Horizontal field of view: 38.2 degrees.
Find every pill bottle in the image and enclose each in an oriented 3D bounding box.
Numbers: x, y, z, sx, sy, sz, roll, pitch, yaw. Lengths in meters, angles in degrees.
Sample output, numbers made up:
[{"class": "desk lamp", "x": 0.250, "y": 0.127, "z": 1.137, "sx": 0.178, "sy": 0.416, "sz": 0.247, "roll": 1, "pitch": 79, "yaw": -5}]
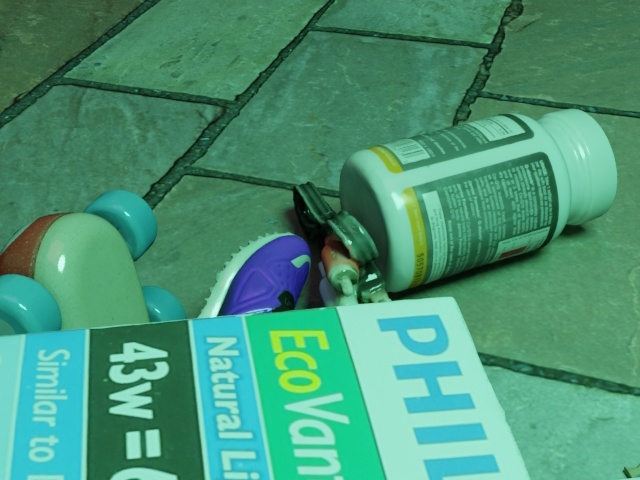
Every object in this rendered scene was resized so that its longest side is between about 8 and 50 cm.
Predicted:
[{"class": "pill bottle", "x": 0.174, "y": -0.052, "z": 1.028, "sx": 0.279, "sy": 0.162, "sz": 0.162, "roll": -15, "pitch": 38, "yaw": -16}]

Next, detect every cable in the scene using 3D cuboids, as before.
[{"class": "cable", "x": 0.000, "y": 0.000, "z": 0.999, "sx": 0.072, "sy": 0.139, "sz": 0.287, "roll": -24, "pitch": 37, "yaw": -10}]

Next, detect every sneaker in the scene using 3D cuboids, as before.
[{"class": "sneaker", "x": -0.057, "y": 0.114, "z": 0.888, "sx": 0.146, "sy": 0.102, "sz": 0.293, "roll": 17, "pitch": 48, "yaw": 23}]

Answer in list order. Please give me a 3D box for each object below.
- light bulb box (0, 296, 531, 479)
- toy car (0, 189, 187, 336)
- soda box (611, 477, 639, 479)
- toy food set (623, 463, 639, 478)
[{"class": "light bulb box", "x": -0.086, "y": 0.225, "z": 0.305, "sx": 0.361, "sy": 0.225, "sz": 0.358, "roll": -5, "pitch": 39, "yaw": -11}, {"class": "toy car", "x": -0.291, "y": 0.081, "z": 0.883, "sx": 0.238, "sy": 0.210, "sz": 0.219, "roll": -4, "pitch": 25, "yaw": 21}, {"class": "soda box", "x": 0.290, "y": 0.228, "z": 0.717, "sx": 0.216, "sy": 0.073, "sz": 0.069, "roll": -5, "pitch": 37, "yaw": -1}, {"class": "toy food set", "x": 0.334, "y": 0.200, "z": 0.795, "sx": 0.122, "sy": 0.019, "sz": 0.078, "roll": -16, "pitch": 39, "yaw": -16}]
